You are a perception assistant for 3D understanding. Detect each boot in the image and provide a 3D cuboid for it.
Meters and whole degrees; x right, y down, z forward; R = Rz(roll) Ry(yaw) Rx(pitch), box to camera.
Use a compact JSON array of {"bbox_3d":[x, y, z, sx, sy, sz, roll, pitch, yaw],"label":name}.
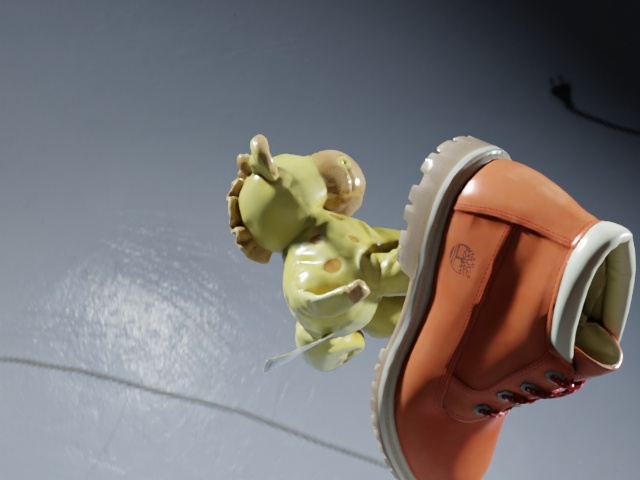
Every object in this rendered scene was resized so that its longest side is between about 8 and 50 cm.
[{"bbox_3d":[0.069,0.048,0.375,0.059,0.158,0.084,-23,40,-39],"label":"boot"}]

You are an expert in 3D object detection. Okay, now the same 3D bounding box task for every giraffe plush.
[{"bbox_3d":[0.000,0.000,0.817,0.210,0.181,0.170,-13,64,-42],"label":"giraffe plush"}]
